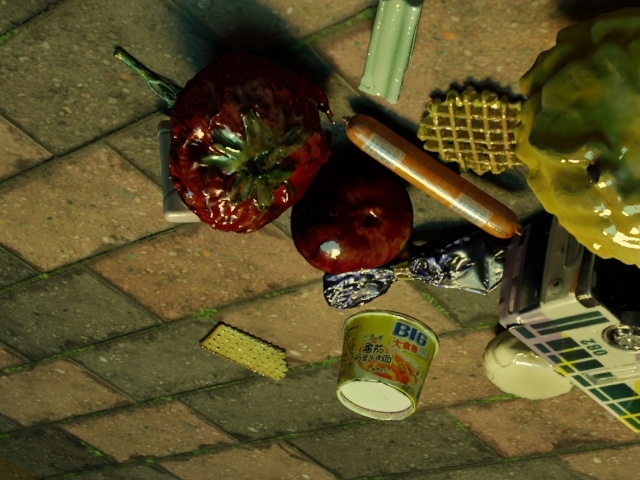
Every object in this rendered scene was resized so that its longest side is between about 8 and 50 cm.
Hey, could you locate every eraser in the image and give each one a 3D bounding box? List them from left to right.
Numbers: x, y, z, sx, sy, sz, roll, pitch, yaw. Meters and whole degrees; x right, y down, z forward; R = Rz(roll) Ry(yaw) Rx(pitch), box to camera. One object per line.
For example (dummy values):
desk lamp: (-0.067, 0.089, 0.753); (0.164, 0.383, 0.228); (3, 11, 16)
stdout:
eraser: (-0.138, -0.122, 1.954); (0.243, 0.204, 0.059); (-2, 141, -11)

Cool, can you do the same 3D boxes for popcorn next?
popcorn: (0.431, -0.137, 1.577); (0.349, 0.349, 0.381); (0, -178, 23)

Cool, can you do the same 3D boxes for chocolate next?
chocolate: (0.165, 0.042, 2.110); (0.343, 0.126, 0.148); (-9, 98, 27)

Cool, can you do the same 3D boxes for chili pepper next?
chili pepper: (0.185, -0.122, 1.936); (0.091, 0.034, 0.030); (15, -179, -1)

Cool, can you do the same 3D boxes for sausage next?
sausage: (0.177, -0.098, 1.902); (0.347, 0.053, 0.053); (32, 144, -12)

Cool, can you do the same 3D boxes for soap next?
soap: (0.101, -0.291, 1.640); (0.063, 0.115, 0.198); (15, 146, 3)

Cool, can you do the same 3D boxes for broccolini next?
broccolini: (-0.268, -0.260, 1.923); (0.035, 0.030, 0.140); (-28, 123, 36)

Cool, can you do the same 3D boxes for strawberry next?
strawberry: (-0.120, -0.157, 1.819); (0.274, 0.274, 0.220); (44, 172, -36)

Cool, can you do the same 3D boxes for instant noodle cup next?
instant noodle cup: (0.127, 0.256, 2.403); (0.205, 0.153, 0.205); (10, 147, 7)

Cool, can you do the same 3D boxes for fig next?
fig: (0.029, -0.045, 1.998); (0.249, 0.203, 0.186); (19, 133, 62)

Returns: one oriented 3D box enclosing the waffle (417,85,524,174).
waffle: (0.237, -0.164, 1.838); (0.191, 0.038, 0.191); (11, 148, 7)

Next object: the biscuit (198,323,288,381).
biscuit: (-0.153, 0.242, 2.621); (0.203, 0.016, 0.144); (25, 146, -13)

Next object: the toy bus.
toy bus: (0.495, 0.131, 2.013); (0.249, 0.209, 0.440); (-18, 136, 43)

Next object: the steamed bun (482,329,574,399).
steamed bun: (0.398, 0.223, 2.283); (0.182, 0.106, 0.183); (11, 150, 6)
